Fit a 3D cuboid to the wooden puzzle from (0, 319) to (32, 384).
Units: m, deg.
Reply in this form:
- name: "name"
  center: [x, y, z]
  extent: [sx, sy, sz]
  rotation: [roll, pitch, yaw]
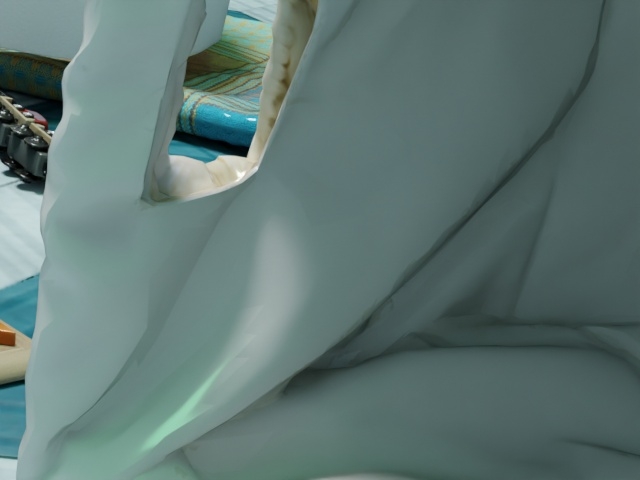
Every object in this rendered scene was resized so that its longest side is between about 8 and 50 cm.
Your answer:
- name: "wooden puzzle"
  center: [-0.150, 0.037, 0.533]
  extent: [0.078, 0.014, 0.116]
  rotation: [25, 25, 37]

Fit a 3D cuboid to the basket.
- name: "basket"
  center: [0.128, -0.026, 0.381]
  extent: [0.331, 0.328, 0.266]
  rotation: [22, 20, 34]

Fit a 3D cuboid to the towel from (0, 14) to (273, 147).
- name: "towel"
  center: [-0.075, -0.124, 0.974]
  extent: [0.370, 0.040, 0.271]
  rotation: [15, 20, 17]

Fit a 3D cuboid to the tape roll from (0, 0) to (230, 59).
- name: "tape roll"
  center: [-0.192, -0.217, 0.924]
  extent: [0.286, 0.100, 0.286]
  rotation: [14, 25, -7]

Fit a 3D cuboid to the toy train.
- name: "toy train"
  center: [-0.172, -0.062, 0.782]
  extent: [0.036, 0.027, 0.158]
  rotation: [8, 16, -35]
